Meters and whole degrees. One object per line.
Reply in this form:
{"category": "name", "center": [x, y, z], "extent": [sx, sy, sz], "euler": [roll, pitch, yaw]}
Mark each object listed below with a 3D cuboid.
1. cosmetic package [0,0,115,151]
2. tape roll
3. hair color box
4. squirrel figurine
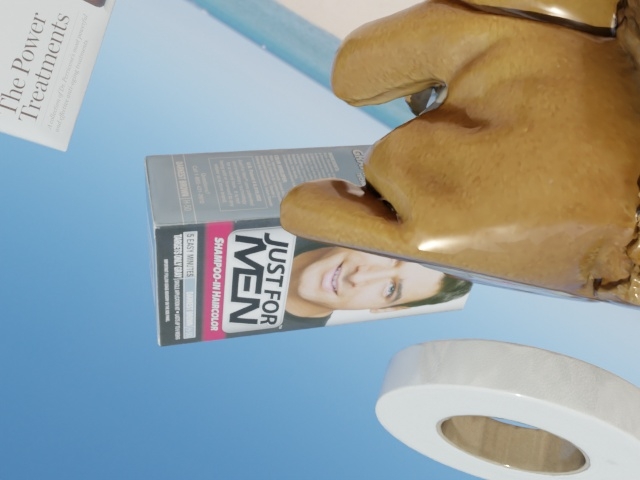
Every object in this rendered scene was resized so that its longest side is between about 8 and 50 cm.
{"category": "cosmetic package", "center": [-0.378, -0.325, 0.769], "extent": [0.284, 0.377, 0.097], "euler": [17, -178, -38]}
{"category": "tape roll", "center": [0.271, 0.257, 0.946], "extent": [0.392, 0.072, 0.392], "euler": [15, 149, 9]}
{"category": "hair color box", "center": [0.000, 0.000, 0.767], "extent": [0.374, 0.185, 0.114], "euler": [-5, -134, -16]}
{"category": "squirrel figurine", "center": [0.198, -0.144, 0.489], "extent": [0.281, 0.370, 0.397], "euler": [15, 177, -42]}
